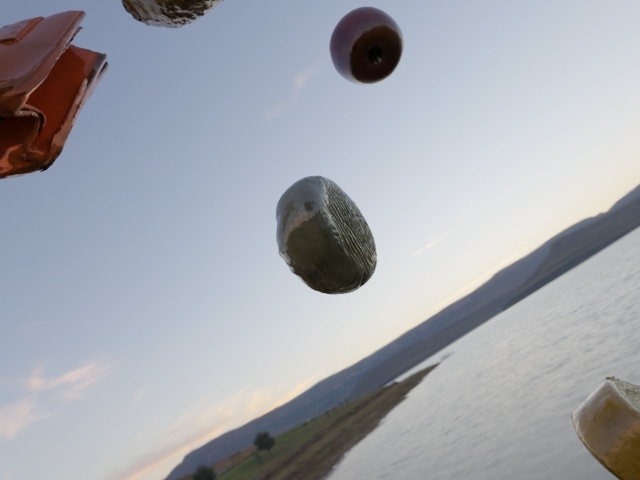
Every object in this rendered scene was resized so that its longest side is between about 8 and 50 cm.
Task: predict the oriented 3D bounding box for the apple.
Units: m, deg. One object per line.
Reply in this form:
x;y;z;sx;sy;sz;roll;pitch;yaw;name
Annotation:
0.113;-0.477;1.054;0.180;0.168;0.181;-6;-48;-7;apple

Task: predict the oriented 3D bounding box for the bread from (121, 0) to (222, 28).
-0.097;-0.261;0.355;0.193;0.193;0.064;-38;-34;14;bread

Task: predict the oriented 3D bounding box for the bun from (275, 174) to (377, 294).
0.000;0.000;0.621;0.113;0.173;0.166;-29;-28;27;bun

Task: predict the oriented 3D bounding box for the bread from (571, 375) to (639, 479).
0.316;0.196;0.407;0.073;0.149;0.122;-61;2;18;bread

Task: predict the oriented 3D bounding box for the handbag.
-0.555;-0.210;0.623;0.409;0.304;0.116;-7;-39;4;handbag
